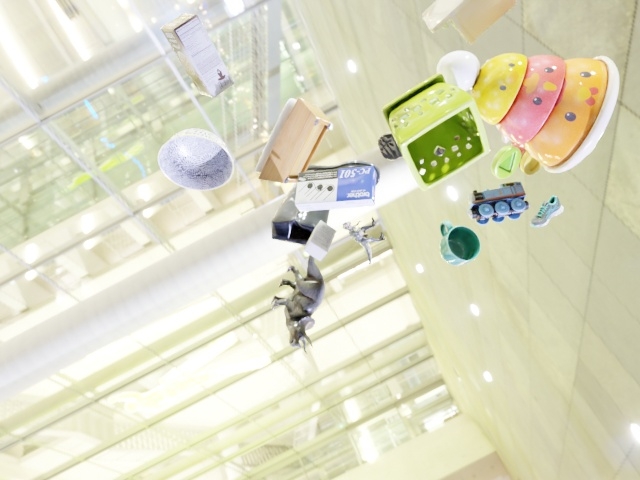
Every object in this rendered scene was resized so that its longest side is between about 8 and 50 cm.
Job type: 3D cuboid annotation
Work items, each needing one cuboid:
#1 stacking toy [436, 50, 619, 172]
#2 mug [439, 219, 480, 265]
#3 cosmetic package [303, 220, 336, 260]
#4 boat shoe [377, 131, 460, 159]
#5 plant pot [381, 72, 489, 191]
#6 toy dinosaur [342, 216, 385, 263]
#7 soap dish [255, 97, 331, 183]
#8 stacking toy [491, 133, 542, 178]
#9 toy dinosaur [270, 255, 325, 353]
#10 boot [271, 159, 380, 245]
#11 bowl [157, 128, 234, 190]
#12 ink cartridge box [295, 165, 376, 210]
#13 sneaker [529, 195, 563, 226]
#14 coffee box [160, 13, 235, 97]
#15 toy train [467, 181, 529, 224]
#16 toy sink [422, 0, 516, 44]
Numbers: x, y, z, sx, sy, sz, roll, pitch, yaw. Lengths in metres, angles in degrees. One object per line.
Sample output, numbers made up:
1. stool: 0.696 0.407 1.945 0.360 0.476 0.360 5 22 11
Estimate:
1. stacking toy: 0.566 -0.426 1.569 0.479 0.351 0.350 18 180 -2
2. mug: 0.488 0.013 1.901 0.097 0.129 0.158 120 151 -67
3. cosmetic package: 0.000 0.000 1.485 0.060 0.041 0.115 34 -144 -4
4. boat shoe: 0.342 -0.352 1.814 0.324 0.120 0.123 6 119 49
5. plant pot: 0.313 -0.318 1.506 0.227 0.228 0.207 50 -167 -48
6. toy dinosaur: 0.180 -0.018 2.078 0.268 0.118 0.064 51 -166 -40
7. soap dish: -0.085 -0.323 1.795 0.118 0.291 0.229 31 -167 10
8. stacking toy: 0.745 -0.395 2.058 0.130 0.279 0.309 46 147 45
9. toy dinosaur: -0.055 0.173 1.654 0.160 0.314 0.121 25 168 -8
10. boot: 0.030 -0.152 2.082 0.445 0.367 0.146 -68 -30 -56
11. bowl: -0.280 -0.201 1.222 0.170 0.170 0.080 60 -159 -48
12. ink cartridge box: 0.040 -0.134 1.394 0.046 0.207 0.097 51 -141 -61
13. sneaker: 0.868 -0.115 2.068 0.065 0.166 0.076 23 143 56
14. coffee box: -0.405 -0.611 1.768 0.141 0.098 0.246 31 156 51
15. toy train: 0.528 -0.112 1.600 0.080 0.184 0.105 84 176 -63
16. toy sink: 0.455 -0.710 1.642 0.131 0.234 0.153 37 -150 -29
